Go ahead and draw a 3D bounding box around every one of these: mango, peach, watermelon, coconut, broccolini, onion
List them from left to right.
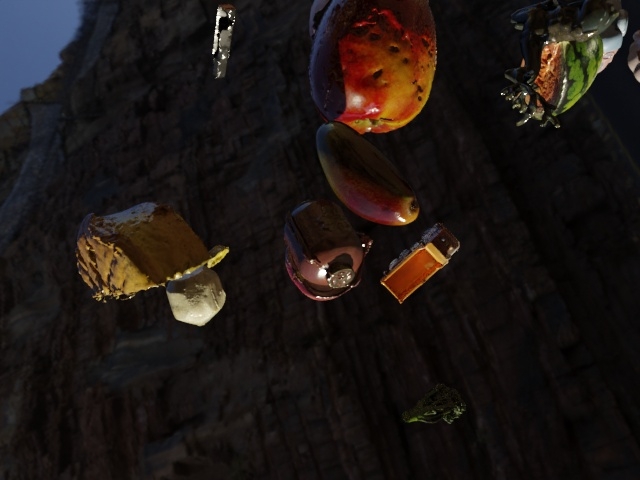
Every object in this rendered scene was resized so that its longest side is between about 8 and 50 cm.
[{"bbox_3d":[-0.353,0.163,1.837,0.161,0.160,0.162,-77,-30,-70],"label":"coconut"},{"bbox_3d":[0.035,0.066,1.981,0.227,0.283,0.120,62,163,13],"label":"onion"},{"bbox_3d":[0.078,-0.124,1.240,0.267,0.111,0.133,48,156,15],"label":"mango"},{"bbox_3d":[0.148,-0.495,1.682,0.353,0.338,0.417,164,113,-70],"label":"peach"},{"bbox_3d":[0.235,0.365,1.405,0.202,0.068,0.091,0,-114,-40],"label":"broccolini"},{"bbox_3d":[0.512,-0.343,1.389,0.303,0.159,0.129,80,-155,-68],"label":"watermelon"}]

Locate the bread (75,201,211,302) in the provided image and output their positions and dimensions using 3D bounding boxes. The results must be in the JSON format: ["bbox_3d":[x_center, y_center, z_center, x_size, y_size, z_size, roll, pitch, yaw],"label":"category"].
[{"bbox_3d":[-0.304,0.010,1.044,0.260,0.160,0.147,-10,103,60],"label":"bread"}]

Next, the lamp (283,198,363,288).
[{"bbox_3d":[0.000,0.000,1.584,0.180,0.180,0.258,48,-170,-53],"label":"lamp"}]

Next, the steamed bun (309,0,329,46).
[{"bbox_3d":[0.099,-0.619,1.996,0.374,0.241,0.375,52,-161,-26],"label":"steamed bun"}]

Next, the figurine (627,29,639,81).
[{"bbox_3d":[0.669,-0.374,1.225,0.137,0.229,0.112,36,175,3],"label":"figurine"}]

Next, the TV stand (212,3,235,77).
[{"bbox_3d":[-0.286,-0.579,1.875,0.042,0.036,0.249,60,151,26],"label":"TV stand"}]

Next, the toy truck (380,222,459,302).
[{"bbox_3d":[0.320,0.067,2.073,0.114,0.270,0.135,45,-172,-9],"label":"toy truck"}]

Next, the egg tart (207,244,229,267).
[{"bbox_3d":[-0.351,0.047,2.157,0.039,0.105,0.105,48,-169,6],"label":"egg tart"}]

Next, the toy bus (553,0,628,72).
[{"bbox_3d":[0.733,-0.589,1.812,0.232,0.197,0.294,73,-158,-57],"label":"toy bus"}]

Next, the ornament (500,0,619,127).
[{"bbox_3d":[0.433,-0.321,1.181,0.080,0.202,0.236,21,-103,-47],"label":"ornament"}]
